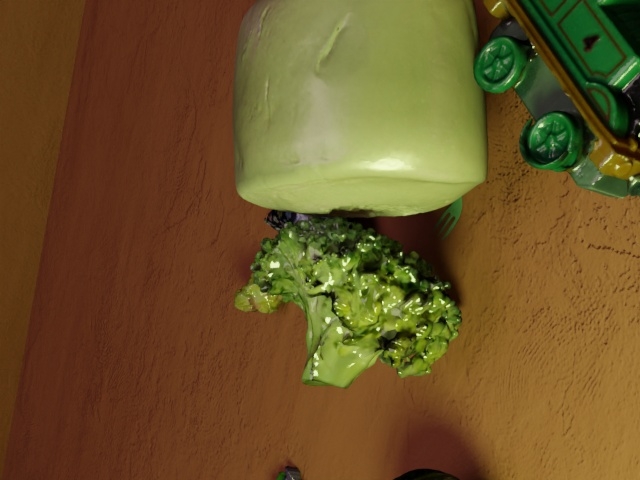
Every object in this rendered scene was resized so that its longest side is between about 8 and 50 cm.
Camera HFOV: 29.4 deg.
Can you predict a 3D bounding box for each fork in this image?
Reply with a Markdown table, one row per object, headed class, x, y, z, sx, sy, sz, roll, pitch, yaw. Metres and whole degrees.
| class | x | y | z | sx | sy | sz | roll | pitch | yaw |
| --- | --- | --- | --- | --- | --- | --- | --- | --- | --- |
| fork | 0.235 | -0.109 | 1.972 | 0.039 | 0.021 | 0.235 | 42 | 121 | 45 |

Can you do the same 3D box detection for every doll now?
| class | x | y | z | sx | sy | sz | roll | pitch | yaw |
| --- | --- | --- | --- | --- | --- | --- | --- | --- | --- |
| doll | -0.048 | 0.517 | 2.340 | 0.190 | 0.050 | 0.115 | 40 | 117 | 48 |

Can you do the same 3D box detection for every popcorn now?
| class | x | y | z | sx | sy | sz | roll | pitch | yaw |
| --- | --- | --- | --- | --- | --- | --- | --- | --- | --- |
| popcorn | -0.118 | 0.101 | 2.446 | 0.109 | 0.089 | 0.097 | -51 | 12 | 31 |

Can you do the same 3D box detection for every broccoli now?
| class | x | y | z | sx | sy | sz | roll | pitch | yaw |
| --- | --- | --- | --- | --- | --- | --- | --- | --- | --- |
| broccoli | 0.064 | 0.090 | 1.937 | 0.334 | 0.324 | 0.271 | 172 | 91 | -68 |

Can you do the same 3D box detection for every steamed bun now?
| class | x | y | z | sx | sy | sz | roll | pitch | yaw |
| --- | --- | --- | --- | --- | --- | --- | --- | --- | --- |
| steamed bun | 0.028 | -0.223 | 1.844 | 0.456 | 0.290 | 0.371 | -10 | 81 | 51 |

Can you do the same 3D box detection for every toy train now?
| class | x | y | z | sx | sy | sz | roll | pitch | yaw |
| --- | --- | --- | --- | --- | --- | --- | --- | --- | --- |
| toy train | 0.374 | -0.232 | 1.641 | 0.249 | 0.178 | 0.429 | -48 | 49 | 29 |

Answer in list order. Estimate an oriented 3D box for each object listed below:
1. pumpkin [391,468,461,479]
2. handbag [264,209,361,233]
| class | x | y | z | sx | sy | sz | roll | pitch | yaw |
| --- | --- | --- | --- | --- | --- | --- | --- | --- | --- |
| pumpkin | 0.158 | 0.463 | 1.832 | 0.238 | 0.159 | 0.237 | 171 | 90 | -72 |
| handbag | 0.000 | 0.000 | 2.227 | 0.229 | 0.127 | 0.207 | -36 | 65 | 50 |
